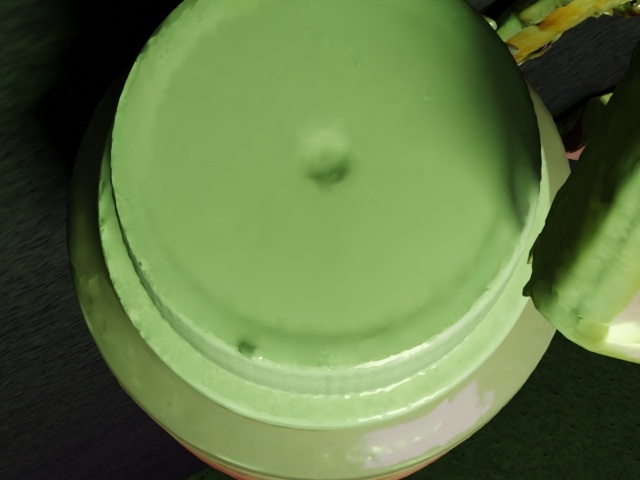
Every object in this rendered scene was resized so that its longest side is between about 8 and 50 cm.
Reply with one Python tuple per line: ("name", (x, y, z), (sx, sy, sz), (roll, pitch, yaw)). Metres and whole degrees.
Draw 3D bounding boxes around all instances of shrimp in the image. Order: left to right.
("shrimp", (0.129, -0.091, 0.824), (0.195, 0.035, 0.148), (-12, 161, -42))

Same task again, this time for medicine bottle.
("medicine bottle", (0.000, 0.000, 0.572), (0.147, 0.147, 0.247), (-28, 172, -4))

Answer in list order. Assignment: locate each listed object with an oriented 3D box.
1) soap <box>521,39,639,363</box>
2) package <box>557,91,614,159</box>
("soap", (0.217, -0.129, 0.428), (0.339, 0.169, 0.304), (-60, 176, 39))
("package", (0.157, -0.066, 1.141), (0.059, 0.029, 0.083), (-31, -178, 40))
